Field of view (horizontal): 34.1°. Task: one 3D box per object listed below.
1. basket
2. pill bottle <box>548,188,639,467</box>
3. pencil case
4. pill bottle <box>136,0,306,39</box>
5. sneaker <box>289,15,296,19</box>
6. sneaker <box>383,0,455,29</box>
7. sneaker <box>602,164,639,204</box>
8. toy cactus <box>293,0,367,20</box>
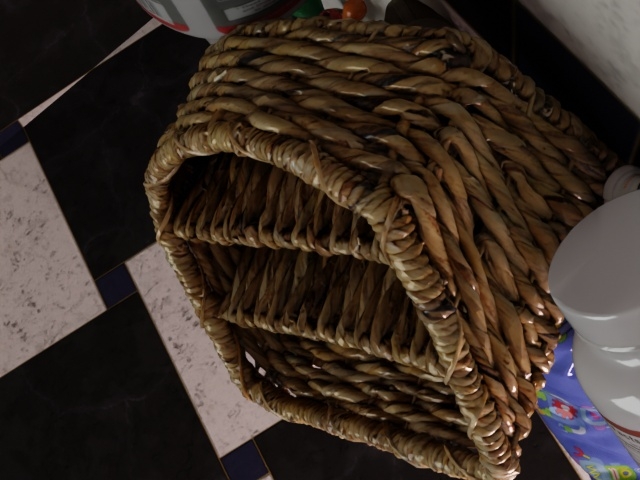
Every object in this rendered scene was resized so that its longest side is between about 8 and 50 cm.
[{"bbox_3d":[0.000,0.000,0.674,0.213,0.223,0.299,31,167,-34],"label":"basket"},{"bbox_3d":[0.213,0.077,0.564,0.216,0.121,0.121,51,179,-27],"label":"pill bottle"},{"bbox_3d":[0.252,0.129,0.946,0.133,0.119,0.306,11,147,50],"label":"pencil case"},{"bbox_3d":[-0.083,-0.241,0.610,0.161,0.161,0.283,50,179,12],"label":"pill bottle"},{"bbox_3d":[-0.037,-0.195,1.362,0.283,0.124,0.107,50,179,10],"label":"sneaker"},{"bbox_3d":[0.102,-0.108,0.789,0.188,0.066,0.071,58,-169,-44],"label":"sneaker"},{"bbox_3d":[0.205,0.006,0.607,0.109,0.040,0.044,49,176,-19],"label":"sneaker"},{"bbox_3d":[-0.011,-0.207,0.981,0.219,0.112,0.180,37,-179,42],"label":"toy cactus"}]
